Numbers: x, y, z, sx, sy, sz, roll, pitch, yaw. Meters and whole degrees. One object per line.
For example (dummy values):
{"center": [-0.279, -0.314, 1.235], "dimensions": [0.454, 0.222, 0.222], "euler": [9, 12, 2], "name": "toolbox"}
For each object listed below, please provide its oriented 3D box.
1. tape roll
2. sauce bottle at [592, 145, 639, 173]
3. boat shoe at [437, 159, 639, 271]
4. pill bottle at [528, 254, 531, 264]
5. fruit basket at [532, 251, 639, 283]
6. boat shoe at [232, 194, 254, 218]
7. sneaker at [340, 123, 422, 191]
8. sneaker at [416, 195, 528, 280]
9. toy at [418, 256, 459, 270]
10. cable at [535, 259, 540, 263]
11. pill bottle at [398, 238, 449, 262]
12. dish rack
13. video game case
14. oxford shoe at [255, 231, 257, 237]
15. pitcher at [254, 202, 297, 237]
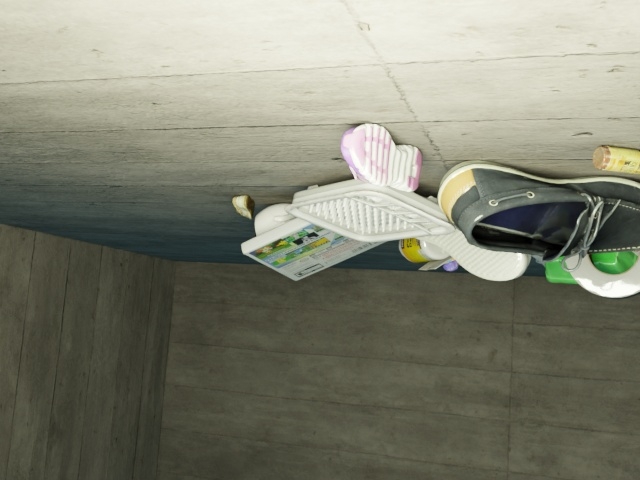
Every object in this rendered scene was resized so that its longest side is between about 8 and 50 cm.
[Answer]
{"center": [0.701, 0.030, 1.700], "dimensions": [0.219, 0.219, 0.072], "euler": [0, 172, 28], "name": "tape roll"}
{"center": [0.523, -0.133, 1.195], "dimensions": [0.128, 0.042, 0.042], "euler": [4, 173, -9], "name": "sauce bottle"}
{"center": [0.470, -0.034, 1.373], "dimensions": [0.500, 0.156, 0.187], "euler": [8, 131, -15], "name": "boat shoe"}
{"center": [0.541, 0.039, 2.224], "dimensions": [0.119, 0.119, 0.208], "euler": [10, 176, -39], "name": "pill bottle"}
{"center": [0.763, 0.058, 1.950], "dimensions": [0.327, 0.165, 0.353], "euler": [2, 166, 39], "name": "fruit basket"}
{"center": [-0.209, -0.094, 1.939], "dimensions": [0.045, 0.050, 0.135], "euler": [7, 163, 6], "name": "boat shoe"}
{"center": [0.086, -0.138, 1.230], "dimensions": [0.104, 0.095, 0.236], "euler": [9, 178, 31], "name": "sneaker"}
{"center": [0.352, -0.024, 1.646], "dimensions": [0.150, 0.135, 0.366], "euler": [-7, -151, -37], "name": "sneaker"}
{"center": [0.425, 0.045, 2.142], "dimensions": [0.237, 0.056, 0.137], "euler": [-33, -177, -13], "name": "toy"}
{"center": [0.780, 0.026, 2.165], "dimensions": [0.257, 0.089, 0.257], "euler": [9, 172, -33], "name": "cable"}
{"center": [0.317, 0.007, 2.165], "dimensions": [0.117, 0.117, 0.215], "euler": [6, 173, -16], "name": "pill bottle"}
{"center": [0.111, -0.075, 1.620], "dimensions": [0.285, 0.072, 0.333], "euler": [20, 162, -36], "name": "dish rack"}
{"center": [0.000, 0.000, 1.922], "dimensions": [0.329, 0.036, 0.300], "euler": [-24, 154, 18], "name": "video game case"}
{"center": [-0.154, -0.027, 2.252], "dimensions": [0.083, 0.096, 0.227], "euler": [8, 171, -15], "name": "oxford shoe"}
{"center": [-0.076, -0.052, 1.941], "dimensions": [0.207, 0.125, 0.178], "euler": [-8, 162, 10], "name": "pitcher"}
